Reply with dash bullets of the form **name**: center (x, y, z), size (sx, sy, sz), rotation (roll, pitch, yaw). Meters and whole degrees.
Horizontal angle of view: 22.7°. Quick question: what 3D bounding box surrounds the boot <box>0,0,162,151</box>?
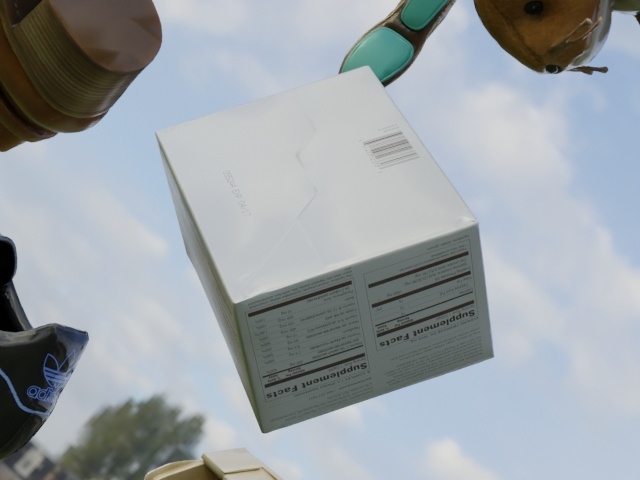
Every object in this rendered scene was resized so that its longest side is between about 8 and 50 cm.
- **boot**: center (-0.217, -0.195, 1.011), size (0.283, 0.109, 0.220), rotation (58, -31, -8)

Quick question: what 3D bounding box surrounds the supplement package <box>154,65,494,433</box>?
- **supplement package**: center (0.000, 0.000, 1.335), size (0.262, 0.204, 0.145), rotation (-119, -166, -51)

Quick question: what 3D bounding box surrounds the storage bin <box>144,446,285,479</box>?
- **storage bin**: center (-0.079, 0.363, 1.557), size (0.262, 0.123, 0.260), rotation (-158, -115, -68)

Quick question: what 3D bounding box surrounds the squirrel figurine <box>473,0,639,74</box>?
- **squirrel figurine**: center (0.328, -0.356, 1.686), size (0.281, 0.370, 0.397), rotation (14, 63, -81)

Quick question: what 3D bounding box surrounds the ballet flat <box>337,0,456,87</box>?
- **ballet flat**: center (0.099, -0.248, 1.961), size (0.073, 0.206, 0.067), rotation (43, -8, 7)

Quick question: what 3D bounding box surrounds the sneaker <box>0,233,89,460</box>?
- **sneaker**: center (-0.193, 0.003, 0.696), size (0.232, 0.090, 0.081), rotation (44, 6, 19)
